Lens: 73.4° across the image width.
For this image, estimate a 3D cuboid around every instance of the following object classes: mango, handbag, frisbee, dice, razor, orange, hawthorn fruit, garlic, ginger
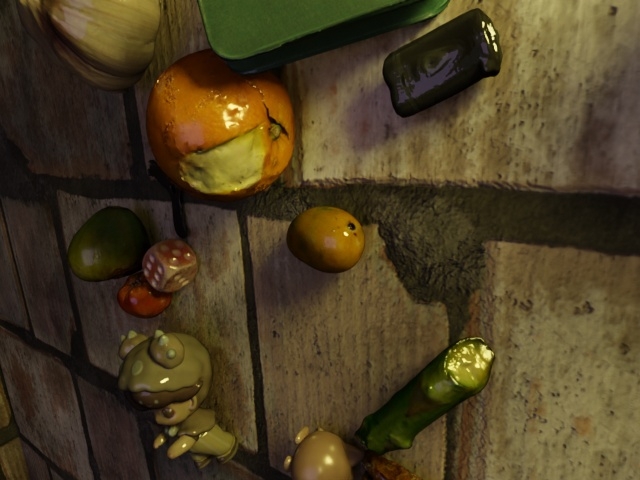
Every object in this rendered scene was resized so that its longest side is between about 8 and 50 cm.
[{"bbox_3d":[0.002,-0.004,0.717,0.163,0.089,0.112,20,116,40],"label":"mango"},{"bbox_3d":[-0.005,-0.363,0.535,0.326,0.089,0.239,-15,90,9],"label":"handbag"},{"bbox_3d":[-0.341,-0.131,0.985,0.187,0.012,0.211,41,124,21],"label":"frisbee"},{"bbox_3d":[-0.347,0.058,0.993,0.094,0.091,0.093,47,126,17],"label":"dice"},{"bbox_3d":[0.154,-0.227,0.556,0.147,0.054,0.090,-17,93,38],"label":"razor"},{"bbox_3d":[-0.155,-0.179,0.689,0.239,0.240,0.240,12,110,34],"label":"orange"},{"bbox_3d":[-0.432,0.134,1.072,0.125,0.140,0.125,-3,77,14],"label":"hawthorn fruit"},{"bbox_3d":[-0.439,-0.460,0.839,0.321,0.241,0.322,12,126,17],"label":"garlic"},{"bbox_3d":[0.136,0.452,0.765,0.162,0.073,0.103,27,105,35],"label":"ginger"}]

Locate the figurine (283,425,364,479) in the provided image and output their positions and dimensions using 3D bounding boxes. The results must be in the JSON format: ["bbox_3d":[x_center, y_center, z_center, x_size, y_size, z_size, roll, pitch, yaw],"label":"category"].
[{"bbox_3d":[0.004,0.436,0.833,0.137,0.125,0.125,20,115,17],"label":"figurine"}]

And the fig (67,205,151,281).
[{"bbox_3d":[-0.509,0.011,1.048,0.180,0.181,0.191,16,94,33],"label":"fig"}]

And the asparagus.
[{"bbox_3d":[0.146,0.276,0.699,0.082,0.085,0.343,34,122,-4],"label":"asparagus"}]

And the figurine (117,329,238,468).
[{"bbox_3d":[-0.331,0.374,1.025,0.248,0.203,0.381,-11,108,45],"label":"figurine"}]
